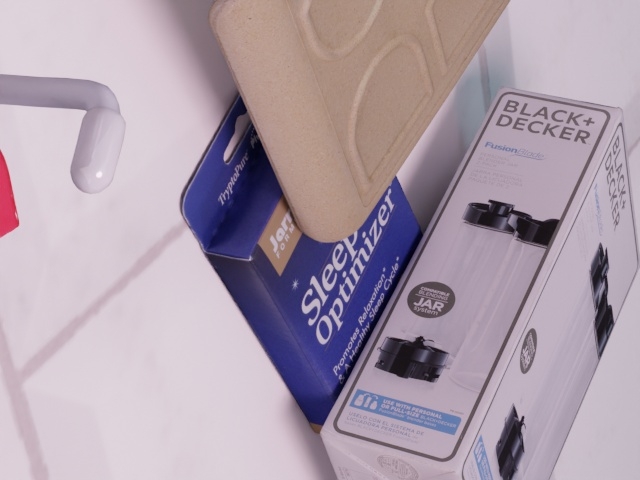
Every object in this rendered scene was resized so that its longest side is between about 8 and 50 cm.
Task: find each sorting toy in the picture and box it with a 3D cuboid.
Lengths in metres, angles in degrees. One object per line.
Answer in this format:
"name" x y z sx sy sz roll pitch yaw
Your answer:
"sorting toy" 0.026 -0.162 0.846 0.229 0.041 0.307 -52 150 -19

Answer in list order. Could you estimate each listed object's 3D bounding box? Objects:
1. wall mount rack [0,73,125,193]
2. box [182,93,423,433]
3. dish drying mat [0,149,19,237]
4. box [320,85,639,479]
"wall mount rack" -0.198 0.032 0.549 0.350 0.130 0.304 45 60 -55
"box" 0.000 0.000 0.986 0.136 0.036 0.225 -63 145 -28
"dish drying mat" -0.127 -0.004 0.544 0.083 0.008 0.032 -35 124 -53
"box" 0.113 0.063 1.088 0.290 0.087 0.169 -60 150 -33
